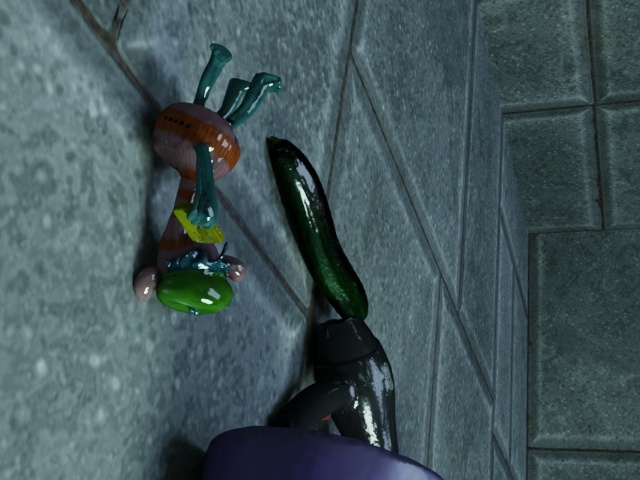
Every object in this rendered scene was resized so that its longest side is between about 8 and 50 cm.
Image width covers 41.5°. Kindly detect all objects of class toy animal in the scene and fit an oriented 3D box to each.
[{"bbox_3d":[-0.088,-0.048,0.660,0.103,0.100,0.208,160,-54,-71],"label":"toy animal"}]

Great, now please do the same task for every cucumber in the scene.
[{"bbox_3d":[0.000,0.000,0.974,0.056,0.056,0.284,-72,147,-45],"label":"cucumber"}]

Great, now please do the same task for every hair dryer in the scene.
[{"bbox_3d":[0.003,0.217,0.928,0.272,0.091,0.235,-15,90,-56],"label":"hair dryer"}]

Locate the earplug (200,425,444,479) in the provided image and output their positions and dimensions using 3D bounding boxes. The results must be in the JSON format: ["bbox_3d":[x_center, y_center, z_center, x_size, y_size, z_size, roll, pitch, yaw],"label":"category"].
[{"bbox_3d":[-0.038,0.381,0.609,0.215,0.215,0.455,62,35,-50],"label":"earplug"}]
